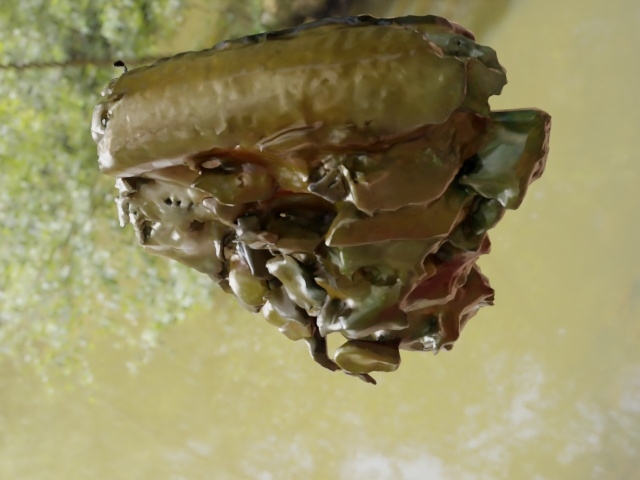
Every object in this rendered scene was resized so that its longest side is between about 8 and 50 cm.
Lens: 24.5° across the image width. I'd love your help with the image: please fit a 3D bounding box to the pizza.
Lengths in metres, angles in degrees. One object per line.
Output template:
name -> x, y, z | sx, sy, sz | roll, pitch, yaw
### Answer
pizza -> 0.000, 0.000, 0.526 | 0.226, 0.147, 0.069 | 91, 179, -63
